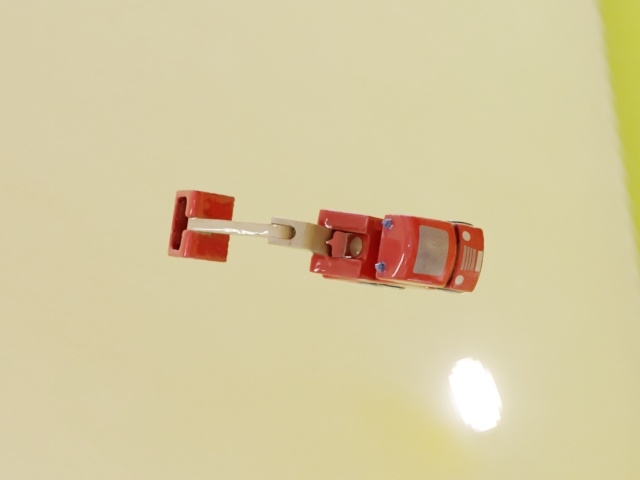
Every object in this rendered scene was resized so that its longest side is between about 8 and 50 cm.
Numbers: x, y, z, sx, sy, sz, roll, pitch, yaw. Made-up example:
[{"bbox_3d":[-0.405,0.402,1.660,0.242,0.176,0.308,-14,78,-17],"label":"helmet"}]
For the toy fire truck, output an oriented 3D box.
[{"bbox_3d":[0.000,0.000,1.274,0.135,0.192,0.047,10,-94,-34],"label":"toy fire truck"}]
